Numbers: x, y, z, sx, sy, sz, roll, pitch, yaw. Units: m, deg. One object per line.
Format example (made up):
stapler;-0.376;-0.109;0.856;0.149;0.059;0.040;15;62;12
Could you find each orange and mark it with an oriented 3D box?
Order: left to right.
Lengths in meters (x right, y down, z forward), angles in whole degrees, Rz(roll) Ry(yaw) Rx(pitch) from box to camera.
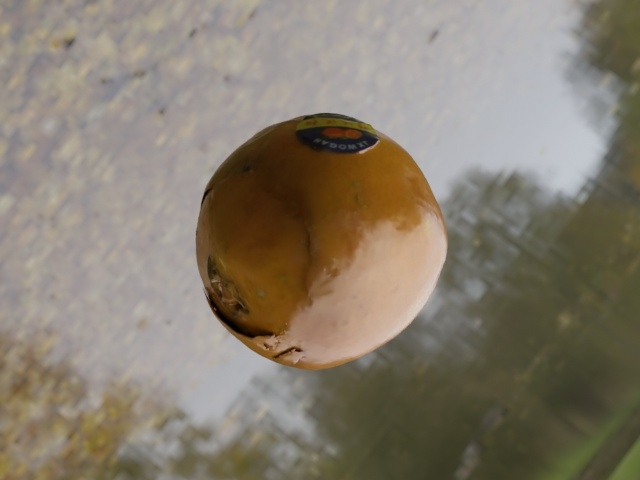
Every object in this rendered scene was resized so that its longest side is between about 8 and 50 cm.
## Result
orange;0.000;0.001;0.559;0.083;0.083;0.083;-49;166;-17
